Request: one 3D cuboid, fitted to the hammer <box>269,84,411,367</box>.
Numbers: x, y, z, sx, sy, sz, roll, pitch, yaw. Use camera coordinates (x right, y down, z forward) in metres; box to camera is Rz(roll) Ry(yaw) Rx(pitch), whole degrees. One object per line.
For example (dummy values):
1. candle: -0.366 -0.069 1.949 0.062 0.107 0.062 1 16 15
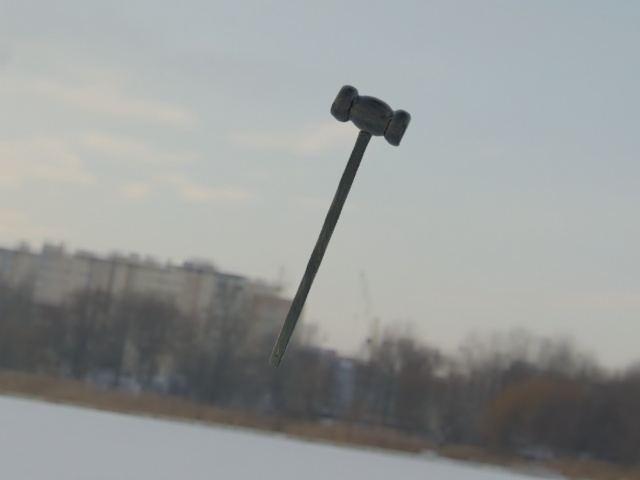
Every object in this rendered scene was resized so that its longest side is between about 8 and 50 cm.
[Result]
1. hammer: 0.000 0.000 1.398 0.058 0.029 0.292 26 -50 4
